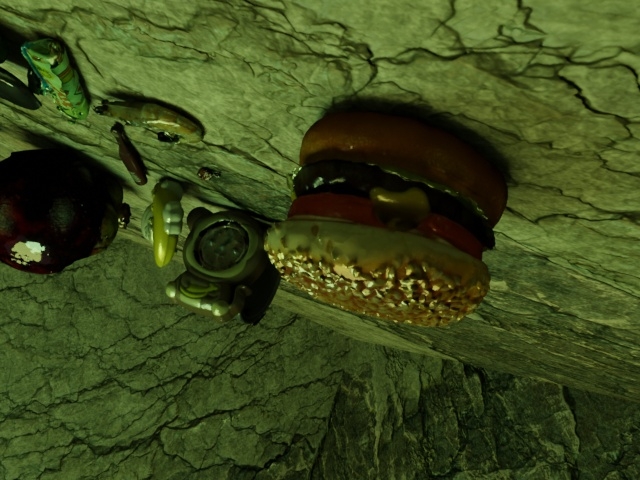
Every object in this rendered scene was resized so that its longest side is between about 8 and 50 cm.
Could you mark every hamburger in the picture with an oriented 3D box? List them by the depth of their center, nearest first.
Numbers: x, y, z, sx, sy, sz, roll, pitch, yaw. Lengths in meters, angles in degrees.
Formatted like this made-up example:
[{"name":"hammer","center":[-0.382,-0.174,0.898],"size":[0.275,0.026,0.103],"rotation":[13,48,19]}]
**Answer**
[{"name":"hamburger","center":[0.095,-0.013,0.777],"size":[0.330,0.250,0.330],"rotation":[20,167,5]}]

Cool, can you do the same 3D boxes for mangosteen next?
[{"name":"mangosteen","center":[-0.800,-0.104,1.595],"size":[0.381,0.421,0.380],"rotation":[21,128,30]}]

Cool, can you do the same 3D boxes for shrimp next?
[{"name":"shrimp","center":[-0.324,-0.222,1.024],"size":[0.217,0.051,0.150],"rotation":[14,172,12]}]

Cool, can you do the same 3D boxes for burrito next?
[{"name":"burrito","center":[-0.492,-0.292,0.977],"size":[0.104,0.054,0.288],"rotation":[23,166,-8]}]

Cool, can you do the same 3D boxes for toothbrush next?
[{"name":"toothbrush","center":[-0.475,-0.206,1.321],"size":[0.041,0.040,0.364],"rotation":[22,166,-4]}]

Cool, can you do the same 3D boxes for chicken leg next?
[{"name":"chicken leg","center":[-0.265,-0.155,1.245],"size":[0.083,0.021,0.036],"rotation":[-3,143,50]}]

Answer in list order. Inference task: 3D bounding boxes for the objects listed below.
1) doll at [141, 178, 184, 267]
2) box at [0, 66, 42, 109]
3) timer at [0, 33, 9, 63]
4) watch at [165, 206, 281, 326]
[{"name":"doll","center":[-0.438,-0.054,1.483],"size":[0.111,0.252,0.237],"rotation":[-1,-144,-30]},{"name":"box","center":[-0.612,-0.303,0.945],"size":[0.213,0.042,0.201],"rotation":[28,173,-13]},{"name":"timer","center":[-0.603,-0.361,0.899],"size":[0.128,0.047,0.140],"rotation":[24,166,-6]},{"name":"watch","center":[-0.251,0.104,1.562],"size":[0.314,0.335,0.327],"rotation":[16,156,19]}]
